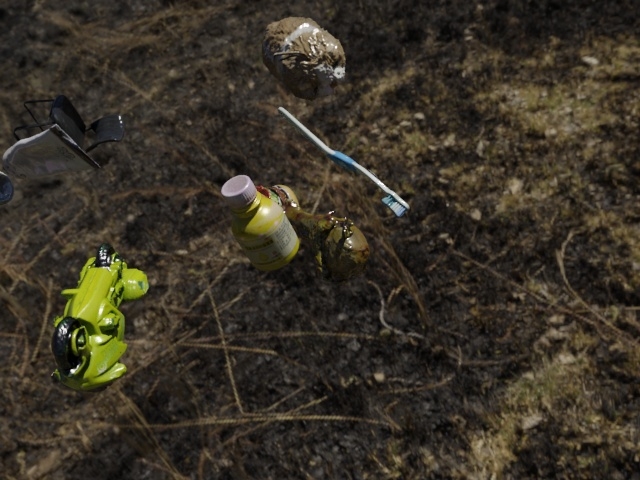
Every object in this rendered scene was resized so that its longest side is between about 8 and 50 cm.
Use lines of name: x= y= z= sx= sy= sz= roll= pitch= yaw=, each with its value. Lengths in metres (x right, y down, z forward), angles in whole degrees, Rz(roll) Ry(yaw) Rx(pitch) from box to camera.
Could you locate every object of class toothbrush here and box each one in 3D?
toothbrush: x=0.045 y=-0.183 z=1.323 sx=0.040 sy=0.040 sz=0.386 roll=-39 pitch=71 yaw=-23

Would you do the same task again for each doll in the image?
doll: x=-0.035 y=-0.294 z=0.941 sx=0.105 sy=0.115 sz=0.221 roll=-53 pitch=30 yaw=16

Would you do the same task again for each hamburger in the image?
hamburger: x=-0.136 y=-0.094 z=1.836 sx=0.136 sy=0.175 sz=0.175 roll=-20 pitch=28 yaw=-27

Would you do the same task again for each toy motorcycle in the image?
toy motorcycle: x=-0.432 y=0.160 z=1.171 sx=0.142 sy=0.206 sz=0.342 roll=6 pitch=32 yaw=-6

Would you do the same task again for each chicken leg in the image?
chicken leg: x=0.011 y=0.011 z=1.626 sx=0.140 sy=0.212 sz=0.361 roll=-13 pitch=19 yaw=-29

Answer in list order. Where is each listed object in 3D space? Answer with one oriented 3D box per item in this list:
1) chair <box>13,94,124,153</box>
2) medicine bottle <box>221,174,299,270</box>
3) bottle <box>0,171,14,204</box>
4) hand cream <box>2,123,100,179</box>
chair: x=-0.634 y=-0.293 z=1.538 sx=0.221 sy=0.145 sz=0.140 roll=-17 pitch=45 yaw=4
medicine bottle: x=-0.138 y=-0.042 z=1.312 sx=0.121 sy=0.213 sz=0.122 roll=-16 pitch=42 yaw=14
bottle: x=-0.988 y=-0.109 z=1.649 sx=0.329 sy=0.093 sz=0.093 roll=-12 pitch=33 yaw=25
hand cream: x=-0.617 y=-0.185 z=1.337 sx=0.335 sy=0.121 sz=0.076 roll=-2 pitch=53 yaw=42
